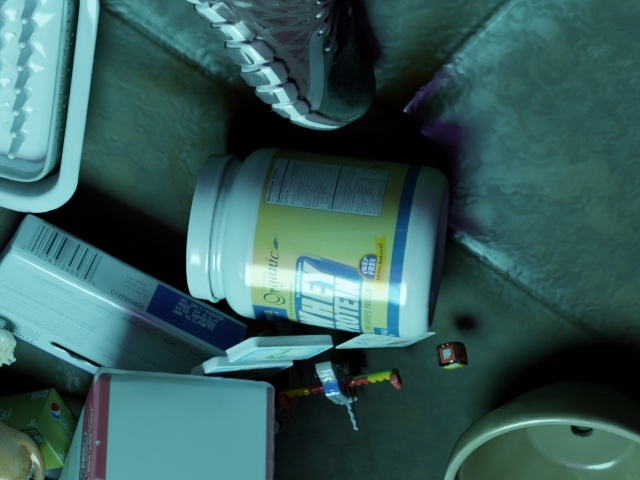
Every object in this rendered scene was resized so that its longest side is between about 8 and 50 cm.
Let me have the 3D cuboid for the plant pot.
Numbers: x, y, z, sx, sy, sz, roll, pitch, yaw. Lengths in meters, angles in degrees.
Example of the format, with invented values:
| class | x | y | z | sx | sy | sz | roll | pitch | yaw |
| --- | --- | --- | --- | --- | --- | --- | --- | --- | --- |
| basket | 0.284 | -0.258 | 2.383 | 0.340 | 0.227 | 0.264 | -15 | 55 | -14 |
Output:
| class | x | y | z | sx | sy | sz | roll | pitch | yaw |
| --- | --- | --- | --- | --- | --- | --- | --- | --- | --- |
| plant pot | 0.235 | 0.208 | 1.594 | 0.237 | 0.110 | 0.237 | 7 | 131 | 8 |

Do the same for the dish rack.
| class | x | y | z | sx | sy | sz | roll | pitch | yaw |
| --- | --- | --- | --- | --- | --- | --- | --- | --- | --- |
| dish rack | -0.342 | -0.174 | 1.424 | 0.332 | 0.072 | 0.285 | 15 | 132 | 1 |

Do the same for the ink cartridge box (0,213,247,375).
| class | x | y | z | sx | sy | sz | roll | pitch | yaw |
| --- | --- | --- | --- | --- | --- | --- | --- | --- | --- |
| ink cartridge box | -0.199 | 0.071 | 1.603 | 0.223 | 0.045 | 0.224 | 28 | 156 | -11 |

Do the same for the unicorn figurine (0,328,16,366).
| class | x | y | z | sx | sy | sz | roll | pitch | yaw |
| --- | --- | --- | --- | --- | --- | --- | --- | --- | --- |
| unicorn figurine | -0.362 | 0.077 | 1.639 | 0.162 | 0.060 | 0.111 | 6 | 164 | -15 |

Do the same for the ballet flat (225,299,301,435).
| class | x | y | z | sx | sy | sz | roll | pitch | yaw |
| --- | --- | --- | --- | --- | --- | --- | --- | --- | --- |
| ballet flat | -0.056 | 0.101 | 1.606 | 0.084 | 0.058 | 0.250 | 11 | 133 | 5 |

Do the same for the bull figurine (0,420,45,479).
| class | x | y | z | sx | sy | sz | roll | pitch | yaw |
| --- | --- | --- | --- | --- | --- | --- | --- | --- | --- |
| bull figurine | -0.417 | 0.197 | 1.696 | 0.310 | 0.101 | 0.188 | 25 | 112 | 13 |

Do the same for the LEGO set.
| class | x | y | z | sx | sy | sz | roll | pitch | yaw |
| --- | --- | --- | --- | --- | --- | --- | --- | --- | --- |
| LEGO set | 0.006 | 0.123 | 1.525 | 0.244 | 0.060 | 0.182 | 0 | 163 | -32 |

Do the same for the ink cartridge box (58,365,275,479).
| class | x | y | z | sx | sy | sz | roll | pitch | yaw |
| --- | --- | --- | --- | --- | --- | --- | --- | --- | --- |
| ink cartridge box | -0.154 | 0.307 | 1.573 | 0.160 | 0.279 | 0.385 | 4 | 157 | -13 |

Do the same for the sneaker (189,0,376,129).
| class | x | y | z | sx | sy | sz | roll | pitch | yaw |
| --- | --- | --- | --- | --- | --- | --- | --- | --- | --- |
| sneaker | 0.007 | -0.180 | 1.266 | 0.162 | 0.106 | 0.281 | -13 | 148 | 29 |

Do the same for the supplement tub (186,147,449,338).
| class | x | y | z | sx | sy | sz | roll | pitch | yaw |
| --- | --- | --- | --- | --- | --- | --- | --- | --- | --- |
| supplement tub | 0.000 | 0.000 | 1.443 | 0.199 | 0.144 | 0.144 | 7 | 132 | 8 |

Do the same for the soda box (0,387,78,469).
| class | x | y | z | sx | sy | sz | roll | pitch | yaw |
| --- | --- | --- | --- | --- | --- | --- | --- | --- | --- |
| soda box | -0.340 | 0.202 | 1.768 | 0.181 | 0.058 | 0.061 | -12 | 127 | 24 |
